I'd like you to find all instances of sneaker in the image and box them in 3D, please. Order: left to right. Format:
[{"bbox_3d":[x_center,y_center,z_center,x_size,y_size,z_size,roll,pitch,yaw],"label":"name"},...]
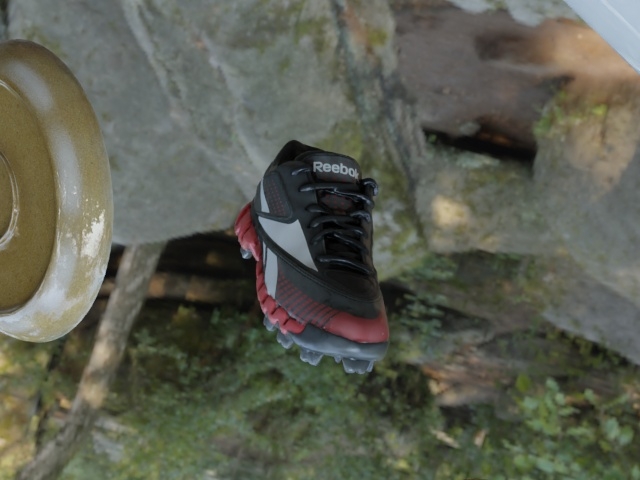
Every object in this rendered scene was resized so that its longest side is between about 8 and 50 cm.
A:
[{"bbox_3d":[0.000,0.000,0.853,0.097,0.135,0.276,13,-156,-23],"label":"sneaker"}]

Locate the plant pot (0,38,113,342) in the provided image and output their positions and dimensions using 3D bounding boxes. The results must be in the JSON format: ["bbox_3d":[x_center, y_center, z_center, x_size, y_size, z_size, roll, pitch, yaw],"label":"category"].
[{"bbox_3d":[-0.244,-0.036,0.767,0.236,0.236,0.032,15,-164,40],"label":"plant pot"}]

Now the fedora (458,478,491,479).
[{"bbox_3d":[0.109,0.290,0.928,0.194,0.194,0.079,18,-171,-33],"label":"fedora"}]

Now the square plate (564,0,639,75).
[{"bbox_3d":[0.255,-0.257,0.528,0.049,0.347,0.344,26,-155,-53],"label":"square plate"}]
